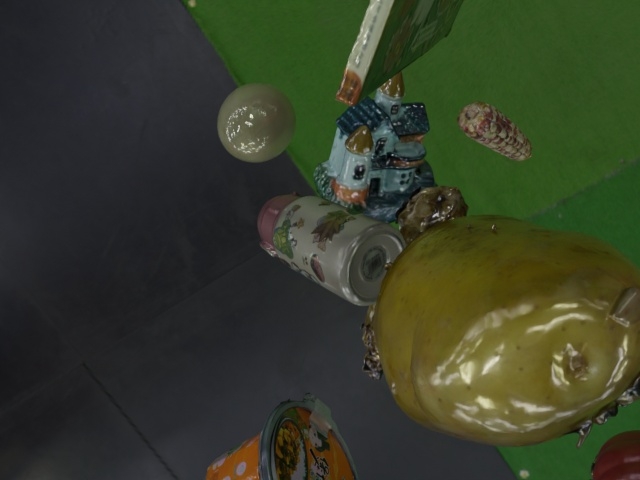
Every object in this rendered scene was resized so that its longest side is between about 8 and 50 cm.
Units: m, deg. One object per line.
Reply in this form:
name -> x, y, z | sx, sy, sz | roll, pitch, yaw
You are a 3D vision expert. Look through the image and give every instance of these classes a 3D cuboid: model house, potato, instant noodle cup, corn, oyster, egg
model house -> 0.131, -0.199, 1.326 | 0.253, 0.184, 0.291 | -9, 127, -22
potato -> 0.119, 0.055, 0.471 | 0.173, 0.300, 0.140 | -38, 96, 3
instant noodle cup -> -0.050, 0.284, 0.731 | 0.126, 0.208, 0.177 | -30, 104, 23
corn -> 0.371, -0.219, 1.367 | 0.237, 0.079, 0.079 | 21, 126, -43
oyster -> 0.148, 0.075, 1.050 | 0.129, 0.078, 0.344 | 16, 101, -30
egg -> -0.154, -0.280, 1.581 | 0.186, 0.241, 0.185 | 7, 121, 11

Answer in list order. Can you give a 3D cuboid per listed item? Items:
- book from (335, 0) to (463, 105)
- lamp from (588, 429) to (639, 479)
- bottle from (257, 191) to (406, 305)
book -> 0.103, -0.241, 0.347 | 0.018, 0.228, 0.322 | 28, 124, 8
lamp -> 0.562, 0.431, 1.100 | 0.227, 0.227, 0.226 | 6, 112, 14
bottle -> 0.000, 0.000, 0.957 | 0.253, 0.121, 0.120 | 24, 123, 49
